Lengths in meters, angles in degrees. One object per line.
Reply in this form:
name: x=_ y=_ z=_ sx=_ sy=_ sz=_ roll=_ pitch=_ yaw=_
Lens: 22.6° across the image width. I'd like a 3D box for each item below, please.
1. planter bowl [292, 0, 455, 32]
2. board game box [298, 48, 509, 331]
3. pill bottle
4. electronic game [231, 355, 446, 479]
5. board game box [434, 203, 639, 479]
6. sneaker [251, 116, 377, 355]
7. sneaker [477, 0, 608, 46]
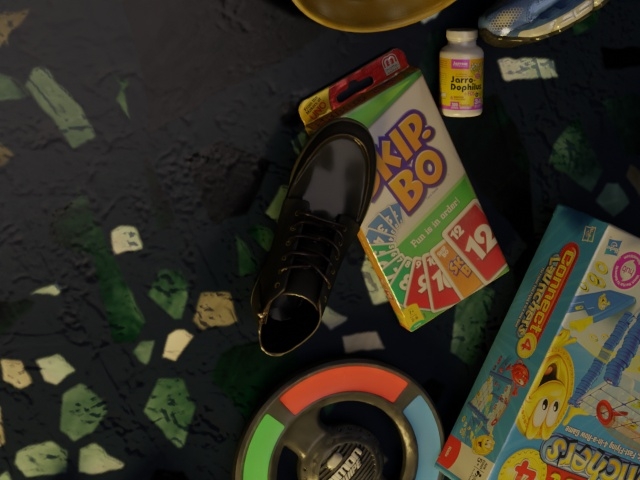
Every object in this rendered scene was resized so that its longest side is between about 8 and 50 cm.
planter bowl: x=0.056 y=-0.299 z=1.450 sx=0.217 sy=0.090 sz=0.217 roll=-13 pitch=143 yaw=-10
board game box: x=0.084 y=-0.049 z=1.575 sx=0.124 sy=0.039 sz=0.259 roll=-31 pitch=109 yaw=-12
pill bottle: x=0.137 y=-0.164 z=1.561 sx=0.043 sy=0.043 sz=0.083 roll=-6 pitch=105 yaw=-20
electronic game: x=0.021 y=0.227 z=1.608 sx=0.229 sy=0.048 sz=0.229 roll=-5 pitch=105 yaw=-20
board game box: x=0.314 y=0.158 z=1.667 sx=0.308 sy=0.086 sz=0.301 roll=23 pitch=93 yaw=-31
sneaker: x=0.000 y=0.000 z=1.484 sx=0.083 sy=0.118 sz=0.222 roll=18 pitch=104 yaw=-8
sneaker: x=0.251 y=-0.325 z=1.540 sx=0.147 sy=0.130 sz=0.330 roll=40 pitch=83 yaw=-10
